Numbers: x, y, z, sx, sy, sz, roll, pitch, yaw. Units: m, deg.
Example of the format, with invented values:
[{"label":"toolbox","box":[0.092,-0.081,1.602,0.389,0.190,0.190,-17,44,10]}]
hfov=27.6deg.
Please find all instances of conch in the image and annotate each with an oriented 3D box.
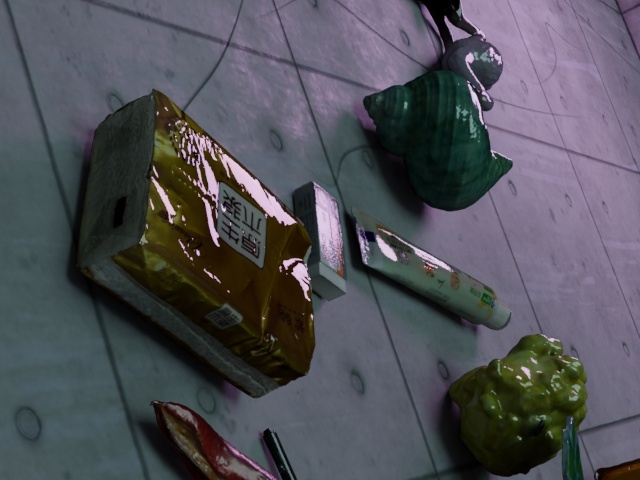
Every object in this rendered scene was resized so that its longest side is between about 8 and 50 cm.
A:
[{"label":"conch","box":[0.146,-0.127,1.653,0.202,0.134,0.196,52,-12,-14]}]

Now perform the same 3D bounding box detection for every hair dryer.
[{"label":"hair dryer","box":[-0.030,0.205,1.150,0.083,0.026,0.047,62,23,11]}]

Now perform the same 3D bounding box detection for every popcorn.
[{"label":"popcorn","box":[0.228,0.190,1.493,0.173,0.173,0.142,29,33,-51]}]

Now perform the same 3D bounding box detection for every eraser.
[{"label":"eraser","box":[0.000,0.000,1.373,0.052,0.029,0.122,37,36,-43]}]

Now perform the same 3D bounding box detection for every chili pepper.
[{"label":"chili pepper","box":[-0.057,0.214,1.064,0.268,0.059,0.050,49,-8,-24]}]

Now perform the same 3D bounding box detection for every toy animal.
[{"label":"toy animal","box":[0.218,-0.264,1.945,0.195,0.090,0.324,36,28,-35]}]

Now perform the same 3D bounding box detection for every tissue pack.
[{"label":"tissue pack","box":[-0.100,0.007,1.113,0.226,0.092,0.183,40,36,-37]}]

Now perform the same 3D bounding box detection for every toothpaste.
[{"label":"toothpaste","box":[0.138,0.046,1.570,0.314,0.058,0.056,29,87,-45]}]

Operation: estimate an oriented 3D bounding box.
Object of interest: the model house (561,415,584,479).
[{"label":"model house","box":[0.317,0.339,1.319,0.358,0.242,0.313,-71,153,-53]}]

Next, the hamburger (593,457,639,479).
[{"label":"hamburger","box":[0.447,0.380,1.773,0.087,0.137,0.166,84,-6,-69]}]
